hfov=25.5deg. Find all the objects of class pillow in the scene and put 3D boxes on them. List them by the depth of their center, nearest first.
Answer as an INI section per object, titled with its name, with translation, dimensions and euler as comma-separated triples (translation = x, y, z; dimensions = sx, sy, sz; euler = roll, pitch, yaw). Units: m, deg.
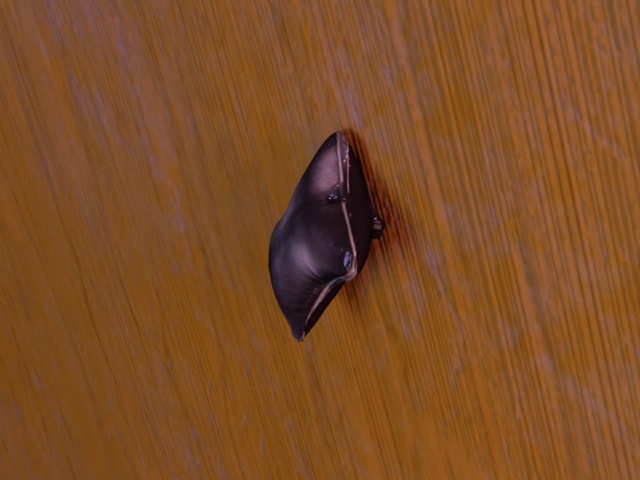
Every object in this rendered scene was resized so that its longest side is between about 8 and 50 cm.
[pillow]
translation = -0.002, 0.000, 0.894
dimensions = 0.091, 0.055, 0.136
euler = 61, 151, 12
